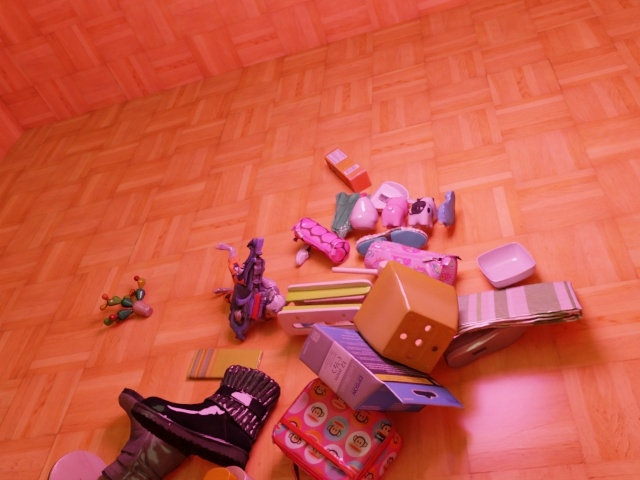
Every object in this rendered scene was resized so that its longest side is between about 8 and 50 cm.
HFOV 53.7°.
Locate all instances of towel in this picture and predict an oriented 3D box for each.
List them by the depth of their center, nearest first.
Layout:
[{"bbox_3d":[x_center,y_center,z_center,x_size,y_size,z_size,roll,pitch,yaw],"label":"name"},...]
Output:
[{"bbox_3d":[0.508,0.177,1.674,0.325,0.038,0.248,-12,12,17],"label":"towel"},{"bbox_3d":[-0.293,0.380,1.937,0.237,0.021,0.102,-4,49,22],"label":"towel"}]

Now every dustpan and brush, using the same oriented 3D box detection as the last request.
[{"bbox_3d":[0.276,-0.141,2.198,0.211,0.060,0.147,25,55,22],"label":"dustpan and brush"}]

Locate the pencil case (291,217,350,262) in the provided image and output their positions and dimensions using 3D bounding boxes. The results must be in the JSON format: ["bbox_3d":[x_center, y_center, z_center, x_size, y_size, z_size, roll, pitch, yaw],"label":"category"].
[{"bbox_3d":[0.000,0.000,2.137,0.209,0.098,0.095,29,99,37],"label":"pencil case"}]

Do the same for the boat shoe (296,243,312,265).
[{"bbox_3d":[-0.053,0.047,2.178,0.035,0.035,0.100,-3,37,28],"label":"boat shoe"}]

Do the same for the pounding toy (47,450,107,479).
[{"bbox_3d":[-0.671,0.693,1.685,0.110,0.183,0.237,-34,36,30],"label":"pounding toy"}]

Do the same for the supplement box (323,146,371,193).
[{"bbox_3d":[0.102,-0.272,2.425,0.080,0.078,0.233,-32,39,-5],"label":"supplement box"}]

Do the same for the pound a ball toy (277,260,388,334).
[{"bbox_3d":[0.058,0.184,1.889,0.319,0.136,0.208,-6,38,22],"label":"pound a ball toy"}]

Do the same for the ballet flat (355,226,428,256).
[{"bbox_3d":[0.231,-0.004,2.058,0.241,0.091,0.077,-7,18,14],"label":"ballet flat"}]

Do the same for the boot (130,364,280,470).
[{"bbox_3d":[-0.301,0.437,1.703,0.348,0.131,0.260,27,54,-6],"label":"boot"}]

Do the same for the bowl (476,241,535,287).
[{"bbox_3d":[0.536,0.079,1.819,0.142,0.053,0.142,-21,32,1],"label":"bowl"}]

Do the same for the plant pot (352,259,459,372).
[{"bbox_3d":[0.233,0.212,1.614,0.212,0.212,0.187,-61,16,19],"label":"plant pot"}]

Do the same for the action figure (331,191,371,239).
[{"bbox_3d":[0.093,-0.082,2.225,0.137,0.063,0.232,-2,40,22],"label":"action figure"}]

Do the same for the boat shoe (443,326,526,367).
[{"bbox_3d":[0.425,0.254,1.665,0.227,0.079,0.081,-26,43,3],"label":"boat shoe"}]

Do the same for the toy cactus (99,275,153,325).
[{"bbox_3d":[-0.678,0.220,2.260,0.180,0.112,0.219,16,44,27],"label":"toy cactus"}]

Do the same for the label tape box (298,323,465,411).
[{"bbox_3d":[0.146,0.346,1.562,0.347,0.249,0.115,37,105,46],"label":"label tape box"}]

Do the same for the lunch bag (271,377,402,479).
[{"bbox_3d":[0.027,0.502,1.565,0.293,0.120,0.258,23,63,42],"label":"lunch bag"}]

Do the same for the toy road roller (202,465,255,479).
[{"bbox_3d":[-0.270,0.693,1.435,0.240,0.202,0.329,-10,42,33],"label":"toy road roller"}]

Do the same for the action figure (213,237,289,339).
[{"bbox_3d":[-0.213,0.124,2.029,0.178,0.341,0.330,-2,28,-45],"label":"action figure"}]

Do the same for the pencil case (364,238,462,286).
[{"bbox_3d":[0.276,0.072,1.916,0.284,0.124,0.124,12,51,37],"label":"pencil case"}]

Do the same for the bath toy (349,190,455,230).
[{"bbox_3d":[0.266,-0.101,2.091,0.348,0.151,0.129,-1,81,22],"label":"bath toy"}]

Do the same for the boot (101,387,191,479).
[{"bbox_3d":[-0.527,0.569,1.761,0.338,0.118,0.223,23,60,41],"label":"boot"}]
